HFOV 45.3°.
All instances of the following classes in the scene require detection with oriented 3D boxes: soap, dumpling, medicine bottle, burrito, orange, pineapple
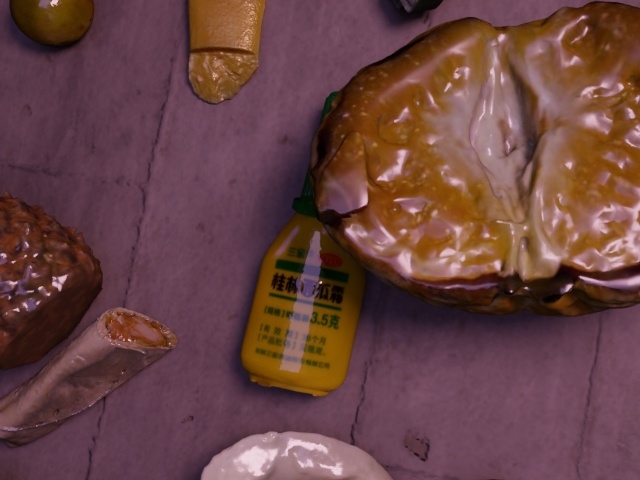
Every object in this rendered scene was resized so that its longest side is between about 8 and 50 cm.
[{"bbox_3d":[-0.102,-0.237,0.843,0.089,0.033,0.168,-2,85,10],"label":"soap"},{"bbox_3d":[0.004,0.285,0.741,0.179,0.131,0.252,-39,77,-21],"label":"dumpling"},{"bbox_3d":[0.000,0.000,0.787,0.111,0.076,0.308,12,85,1],"label":"medicine bottle"},{"bbox_3d":[-0.265,0.149,0.809,0.226,0.087,0.060,-36,43,6],"label":"burrito"},{"bbox_3d":[0.182,-0.062,0.700,0.369,0.210,0.270,-2,78,9],"label":"orange"},{"bbox_3d":[-0.392,-0.016,0.805,0.340,0.169,0.169,38,90,14],"label":"pineapple"}]

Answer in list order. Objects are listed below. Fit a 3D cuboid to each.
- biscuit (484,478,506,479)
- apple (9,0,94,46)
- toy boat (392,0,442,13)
[{"bbox_3d":[0.155,0.315,0.735,0.124,0.026,0.175,31,74,-12],"label":"biscuit"},{"bbox_3d":[-0.297,-0.261,0.851,0.090,0.074,0.089,0,65,0],"label":"apple"},{"bbox_3d":[0.051,-0.390,0.785,0.092,0.141,0.319,-23,77,-33],"label":"toy boat"}]
